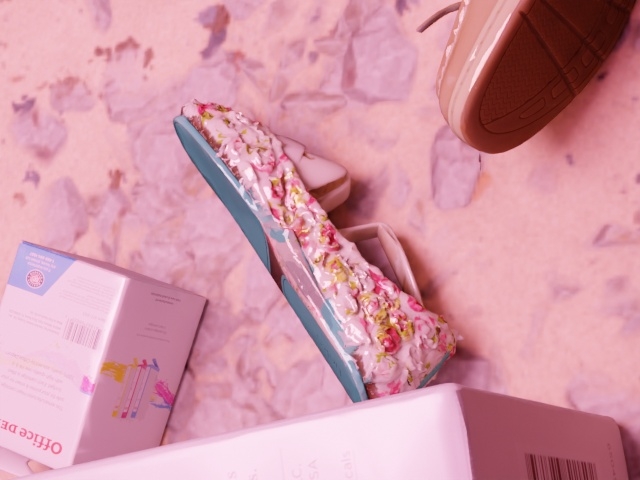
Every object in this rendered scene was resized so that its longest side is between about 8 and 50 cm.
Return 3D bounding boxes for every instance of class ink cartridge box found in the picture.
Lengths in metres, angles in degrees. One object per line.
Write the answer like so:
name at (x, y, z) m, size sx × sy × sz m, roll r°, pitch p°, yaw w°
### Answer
ink cartridge box at (-0.151, 0.085, 1.068) m, size 0.092 × 0.090 × 0.143 m, roll 18°, pitch 90°, yaw 31°

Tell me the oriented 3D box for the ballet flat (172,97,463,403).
ballet flat at (0.000, 0.000, 1.020) m, size 0.077 × 0.091 × 0.241 m, roll -30°, pitch 68°, yaw -12°

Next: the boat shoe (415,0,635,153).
boat shoe at (0.136, -0.183, 0.966) m, size 0.089 × 0.104 × 0.285 m, roll 25°, pitch 82°, yaw 35°

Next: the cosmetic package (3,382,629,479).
cosmetic package at (-0.073, 0.205, 0.921) m, size 0.453 × 0.230 × 0.161 m, roll -15°, pitch 74°, yaw 27°
